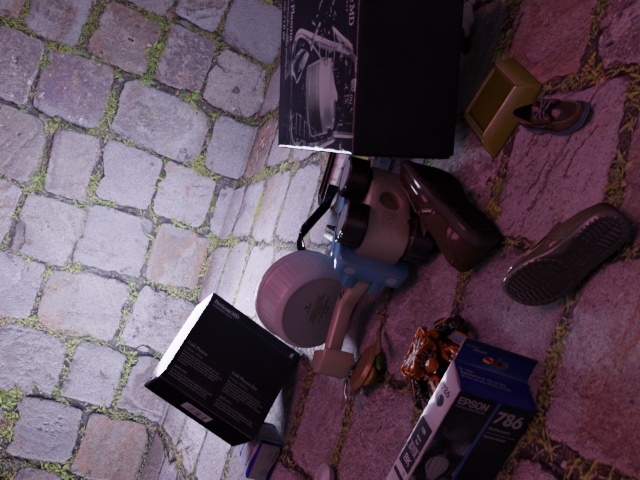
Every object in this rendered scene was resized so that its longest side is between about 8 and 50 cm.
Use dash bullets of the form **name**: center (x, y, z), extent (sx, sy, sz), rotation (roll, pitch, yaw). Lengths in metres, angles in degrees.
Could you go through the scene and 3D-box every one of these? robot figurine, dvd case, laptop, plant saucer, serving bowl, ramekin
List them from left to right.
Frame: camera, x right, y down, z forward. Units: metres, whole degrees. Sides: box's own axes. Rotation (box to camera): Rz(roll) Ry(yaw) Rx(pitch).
- **ramekin**: center (-0.036, 0.172, 1.953), extent (0.127, 0.272, 0.273), rotation (40, 110, 56)
- **laptop**: center (0.000, 0.000, 2.251), extent (0.264, 0.136, 0.234), rotation (-49, -3, -12)
- **serving bowl**: center (0.014, 0.598, 1.760), extent (0.083, 0.027, 0.083), rotation (-50, 29, 42)
- **dvd case**: center (0.026, -0.239, 2.407), extent (0.164, 0.018, 0.222), rotation (86, -160, -80)
- **robot figurine**: center (0.250, 0.258, 1.394), extent (0.211, 0.085, 0.291), rotation (-68, 21, 4)
- **plant saucer**: center (0.395, -0.308, 1.596), extent (0.188, 0.045, 0.188), rotation (-60, 23, 26)

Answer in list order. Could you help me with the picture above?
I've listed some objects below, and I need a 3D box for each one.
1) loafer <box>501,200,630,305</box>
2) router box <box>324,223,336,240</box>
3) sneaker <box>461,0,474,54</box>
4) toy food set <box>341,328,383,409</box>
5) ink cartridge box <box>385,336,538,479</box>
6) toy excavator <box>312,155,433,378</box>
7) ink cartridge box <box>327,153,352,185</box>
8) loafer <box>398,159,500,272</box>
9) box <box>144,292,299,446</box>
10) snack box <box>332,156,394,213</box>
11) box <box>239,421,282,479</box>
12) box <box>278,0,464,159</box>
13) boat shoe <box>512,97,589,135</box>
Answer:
- **loafer**: center (0.417, 0.023, 1.209), extent (0.251, 0.094, 0.087), rotation (-42, 9, 36)
- **router box**: center (0.081, -0.007, 2.002), extent (0.092, 0.122, 0.038), rotation (-144, 69, -69)
- **sneaker**: center (0.319, -0.591, 1.940), extent (0.236, 0.130, 0.323), rotation (-57, 22, 19)
- **toy food set**: center (0.114, 0.320, 1.744), extent (0.192, 0.038, 0.132), rotation (-60, 7, 21)
- **ink cartridge box**: center (0.247, 0.337, 1.218), extent (0.333, 0.165, 0.065), rotation (-66, 21, 15)
- **toy excavator**: center (0.103, 0.080, 1.798), extent (0.445, 0.222, 0.433), rotation (116, 165, -51)
- **ink cartridge box**: center (0.080, -0.239, 2.306), extent (0.135, 0.056, 0.099), rotation (-70, 20, 2)
- **loafer**: center (0.254, -0.060, 1.572), extent (0.130, 0.133, 0.366), rotation (-66, 27, 26)
- **box**: center (-0.295, 0.396, 2.162), extent (0.179, 0.343, 0.313), rotation (-35, 20, 55)
- **snack box**: center (0.124, -0.162, 2.109), extent (0.207, 0.070, 0.174), rotation (-70, 20, 5)
- **box**: center (-0.182, 0.638, 2.154), extent (0.126, 0.072, 0.137), rotation (-67, 21, 9)
- **box**: center (0.110, -0.461, 1.813), extent (0.471, 0.297, 0.481), rotation (19, 109, 62)
- **boat shoe**: center (0.443, -0.244, 1.387), extent (0.183, 0.066, 0.066), rotation (2, 74, 69)
